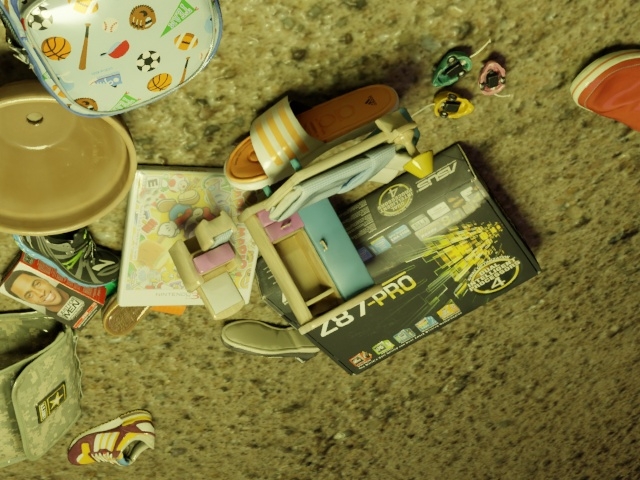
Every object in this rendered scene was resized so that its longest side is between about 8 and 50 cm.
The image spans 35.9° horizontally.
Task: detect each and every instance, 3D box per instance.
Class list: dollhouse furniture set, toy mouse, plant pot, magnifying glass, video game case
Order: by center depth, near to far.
[{"bbox_3d":[-0.359,-0.123,1.253,0.238,0.109,0.237,-11,139,-10],"label":"plant pot"},{"bbox_3d":[0.000,0.000,1.318,0.286,0.198,0.303,-27,175,-29],"label":"dollhouse furniture set"},{"bbox_3d":[0.212,-0.238,1.412,0.161,0.031,0.143,-3,138,-19],"label":"toy mouse"},{"bbox_3d":[-0.189,-0.003,1.472,0.206,0.026,0.226,0,118,-23],"label":"video game case"},{"bbox_3d":[-0.322,0.087,1.579,0.231,0.026,0.092,16,129,-33],"label":"magnifying glass"}]

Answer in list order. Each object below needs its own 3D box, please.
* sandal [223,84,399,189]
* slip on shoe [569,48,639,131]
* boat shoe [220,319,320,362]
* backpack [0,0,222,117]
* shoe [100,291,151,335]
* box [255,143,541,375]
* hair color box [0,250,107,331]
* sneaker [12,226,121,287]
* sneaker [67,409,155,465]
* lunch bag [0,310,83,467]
[{"bbox_3d":[-0.022,-0.166,1.358,0.265,0.102,0.076,-28,139,-3],"label":"sandal"},{"bbox_3d":[0.524,-0.208,1.521,0.331,0.101,0.123,12,133,-31],"label":"slip on shoe"},{"bbox_3d":[-0.091,0.190,1.749,0.206,0.075,0.065,7,131,-35],"label":"boat shoe"},{"bbox_3d":[-0.226,-0.263,1.083,0.277,0.213,0.263,-20,151,-3],"label":"backpack"},{"bbox_3d":[-0.255,0.059,1.536,0.219,0.058,0.076,-39,120,-3],"label":"shoe"},{"bbox_3d":[0.135,0.045,1.658,0.395,0.097,0.318,-30,137,13],"label":"box"},{"bbox_3d":[-0.401,0.074,1.483,0.141,0.043,0.072,31,119,-23],"label":"hair color box"},{"bbox_3d":[-0.357,0.010,1.439,0.078,0.067,0.188,-32,136,24],"label":"sneaker"},{"bbox_3d":[-0.394,0.390,1.848,0.186,0.083,0.069,-30,139,12],"label":"sneaker"},{"bbox_3d":[-0.518,0.241,1.568,0.287,0.169,0.235,-13,137,-19],"label":"lunch bag"}]
